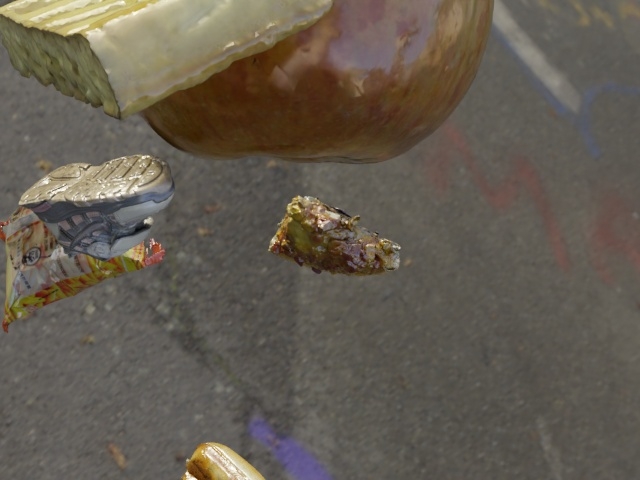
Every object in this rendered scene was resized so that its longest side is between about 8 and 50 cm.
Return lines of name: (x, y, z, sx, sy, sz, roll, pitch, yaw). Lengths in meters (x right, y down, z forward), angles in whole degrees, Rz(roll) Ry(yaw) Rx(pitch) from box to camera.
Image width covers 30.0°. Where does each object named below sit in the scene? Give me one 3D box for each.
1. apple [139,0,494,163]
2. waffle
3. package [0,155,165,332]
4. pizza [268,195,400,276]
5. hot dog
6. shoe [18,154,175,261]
apple: (-0.029, -0.228, 1.204, 0.400, 0.333, 0.400, 17, 13, -4)
waffle: (-0.119, -0.160, 0.831, 0.168, 0.274, 0.057, -29, 115, -17)
package: (-0.350, -0.003, 1.694, 0.108, 0.288, 0.223, 50, 21, -43)
pizza: (0.000, 0.000, 2.148, 0.081, 0.290, 0.228, -62, 145, -23)
hot dog: (-0.098, 0.345, 1.540, 0.076, 0.102, 0.249, 12, 16, -47)
shoe: (-0.213, -0.024, 1.179, 0.089, 0.180, 0.092, -50, 127, -46)
